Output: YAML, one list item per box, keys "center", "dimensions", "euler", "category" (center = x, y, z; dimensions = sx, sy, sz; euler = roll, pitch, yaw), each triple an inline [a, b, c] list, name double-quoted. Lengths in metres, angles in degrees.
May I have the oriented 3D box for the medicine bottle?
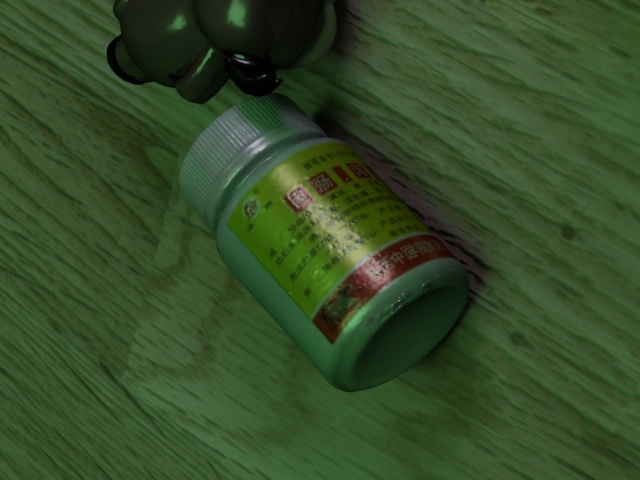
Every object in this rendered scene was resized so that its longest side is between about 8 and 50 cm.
- center: [0.000, 0.000, 1.315]
  dimensions: [0.225, 0.139, 0.139]
  euler: [48, 126, 26]
  category: "medicine bottle"

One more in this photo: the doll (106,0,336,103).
- center: [-0.080, -0.190, 1.360]
  dimensions: [0.257, 0.117, 0.182]
  euler: [-6, 71, 45]
  category: "doll"
